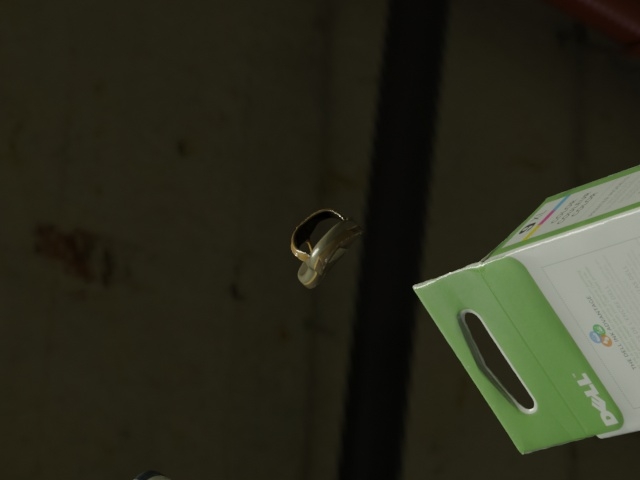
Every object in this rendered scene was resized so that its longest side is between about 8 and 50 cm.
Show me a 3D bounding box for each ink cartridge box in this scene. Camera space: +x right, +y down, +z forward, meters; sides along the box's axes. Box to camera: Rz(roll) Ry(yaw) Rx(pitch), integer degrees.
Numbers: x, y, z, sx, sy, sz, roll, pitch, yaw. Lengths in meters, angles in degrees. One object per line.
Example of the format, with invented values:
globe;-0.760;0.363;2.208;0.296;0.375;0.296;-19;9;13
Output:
ink cartridge box;0.151;0.027;0.912;0.062;0.209;0.109;-42;-78;-37

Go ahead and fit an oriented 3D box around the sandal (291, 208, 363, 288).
sandal;0.000;0.000;1.725;0.049;0.180;0.072;41;-95;1

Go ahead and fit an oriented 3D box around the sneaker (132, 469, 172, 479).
sneaker;-0.175;0.324;1.730;0.094;0.091;0.258;17;-73;-41
